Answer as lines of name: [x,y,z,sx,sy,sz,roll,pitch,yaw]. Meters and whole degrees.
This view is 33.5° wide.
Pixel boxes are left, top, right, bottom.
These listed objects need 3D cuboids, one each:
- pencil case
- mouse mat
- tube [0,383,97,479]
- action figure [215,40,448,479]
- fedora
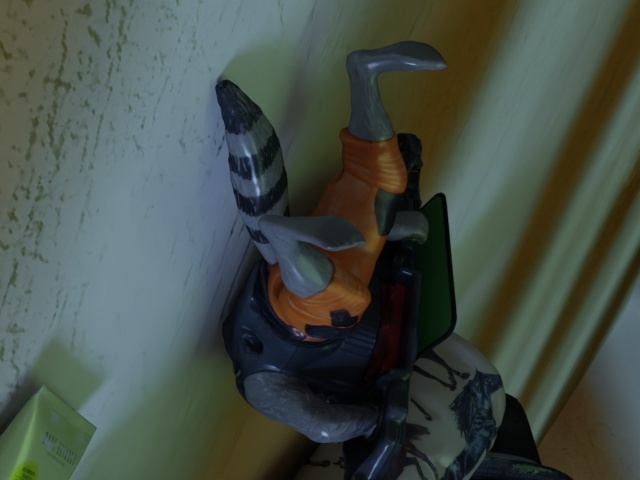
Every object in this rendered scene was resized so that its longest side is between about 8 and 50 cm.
pencil case: [0.051,0.273,1.186,0.410,0.184,0.159,-47,127,-31]
mouse mat: [0.051,0.062,0.902,0.190,0.007,0.152,-45,-149,39]
tube: [-0.218,0.201,0.634,0.240,0.062,0.070,-58,-160,-19]
action figure: [0.000,0.000,0.806,0.330,0.179,0.341,104,-4,-48]
fedora: [0.218,0.307,1.552,0.334,0.334,0.152,71,18,-63]
